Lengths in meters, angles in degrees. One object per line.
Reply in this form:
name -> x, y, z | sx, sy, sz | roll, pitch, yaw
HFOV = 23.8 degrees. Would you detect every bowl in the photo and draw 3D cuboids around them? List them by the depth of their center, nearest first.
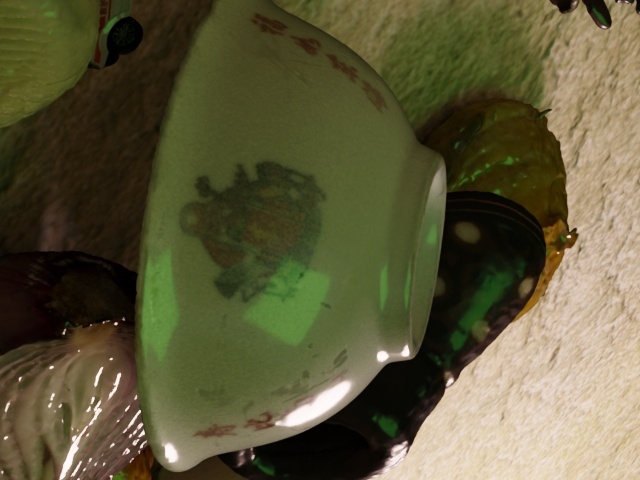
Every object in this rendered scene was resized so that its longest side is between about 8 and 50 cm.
bowl -> 0.000, 0.000, 1.322 | 0.435, 0.196, 0.435 | 7, 90, -79

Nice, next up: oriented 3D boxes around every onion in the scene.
onion -> -0.274, 0.143, 1.393 | 0.267, 0.159, 0.348 | -2, 133, -34

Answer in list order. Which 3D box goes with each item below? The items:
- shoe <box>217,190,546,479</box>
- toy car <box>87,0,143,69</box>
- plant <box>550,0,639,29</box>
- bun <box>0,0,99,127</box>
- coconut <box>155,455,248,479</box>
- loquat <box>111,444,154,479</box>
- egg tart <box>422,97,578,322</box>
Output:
shoe -> 0.059, 0.110, 1.542 | 0.384, 0.237, 0.171 | -22, 137, 15
toy car -> -0.195, -0.225, 1.163 | 0.108, 0.089, 0.209 | -19, 135, -37
plant -> 0.296, -0.321, 1.555 | 0.204, 0.178, 0.234 | 8, 112, -53
bun -> -0.257, -0.176, 1.067 | 0.220, 0.134, 0.220 | 0, 143, 0
coconut -> -0.092, 0.312, 1.721 | 0.224, 0.224, 0.234 | 7, 114, -52
loquat -> -0.229, 0.214, 1.541 | 0.137, 0.137, 0.113 | 15, 84, -54
egg tart -> 0.184, -0.005, 1.777 | 0.339, 0.153, 0.351 | -56, 146, 8
